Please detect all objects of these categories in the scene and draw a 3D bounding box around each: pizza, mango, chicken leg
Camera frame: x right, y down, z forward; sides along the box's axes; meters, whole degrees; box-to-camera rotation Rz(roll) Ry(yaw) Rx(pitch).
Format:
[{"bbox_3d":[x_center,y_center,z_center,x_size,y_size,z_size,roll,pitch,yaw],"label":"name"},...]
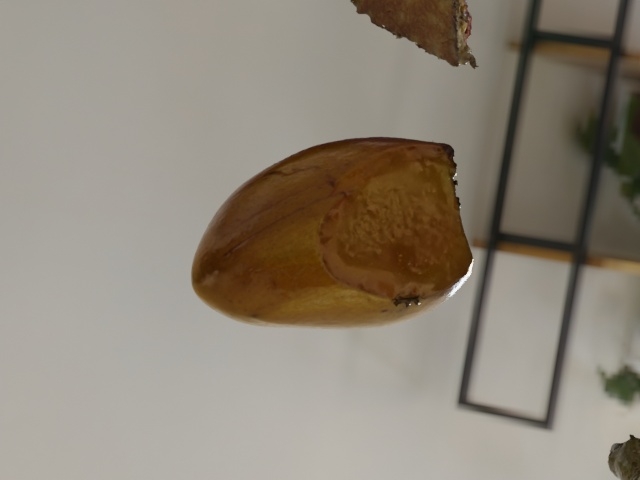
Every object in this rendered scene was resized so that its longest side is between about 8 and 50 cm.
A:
[{"bbox_3d":[0.062,-0.167,1.140,0.099,0.100,0.029,9,-151,40],"label":"pizza"},{"bbox_3d":[0.000,0.000,1.544,0.257,0.187,0.138,-8,155,-17],"label":"mango"},{"bbox_3d":[0.361,0.272,1.789,0.088,0.103,0.227,-11,-143,-4],"label":"chicken leg"}]
